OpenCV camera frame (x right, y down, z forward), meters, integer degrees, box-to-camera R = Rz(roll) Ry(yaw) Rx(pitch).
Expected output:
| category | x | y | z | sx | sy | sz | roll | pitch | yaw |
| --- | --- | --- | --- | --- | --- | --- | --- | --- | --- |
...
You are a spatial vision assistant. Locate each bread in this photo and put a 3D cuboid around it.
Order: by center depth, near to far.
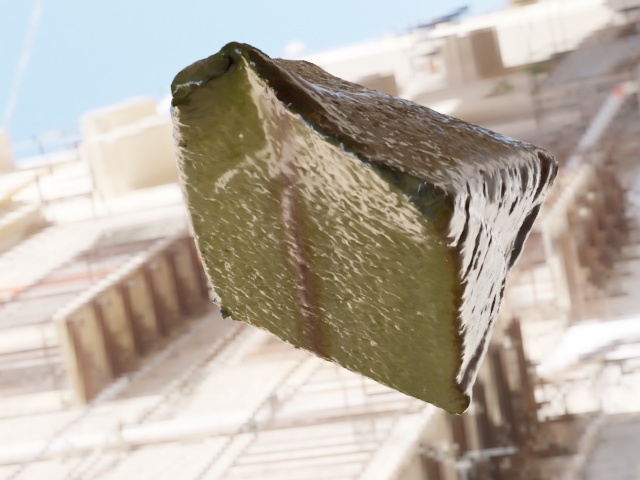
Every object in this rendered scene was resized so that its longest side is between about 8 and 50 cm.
| category | x | y | z | sx | sy | sz | roll | pitch | yaw |
| --- | --- | --- | --- | --- | --- | --- | --- | --- | --- |
| bread | 0.000 | 0.000 | 1.114 | 0.245 | 0.233 | 0.362 | -70 | -15 | 10 |
